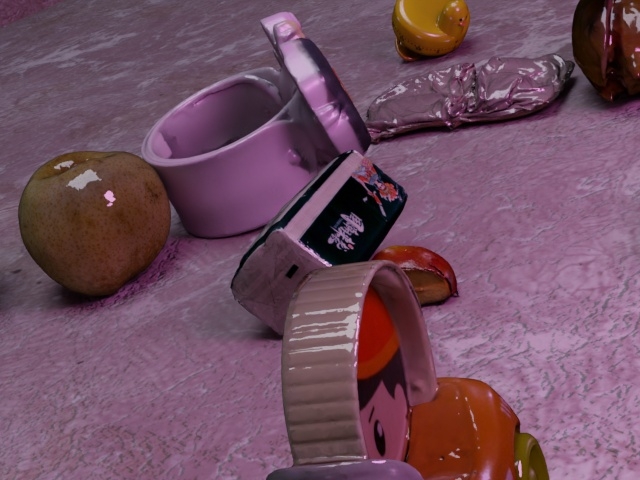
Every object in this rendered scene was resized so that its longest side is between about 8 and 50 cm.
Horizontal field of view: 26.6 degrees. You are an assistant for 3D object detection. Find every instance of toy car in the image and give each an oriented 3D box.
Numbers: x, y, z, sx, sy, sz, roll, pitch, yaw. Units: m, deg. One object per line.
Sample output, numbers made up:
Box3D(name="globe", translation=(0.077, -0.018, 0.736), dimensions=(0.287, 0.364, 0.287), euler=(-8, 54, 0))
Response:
Box3D(name="toy car", translation=(0.030, 0.122, 0.758), dimensions=(0.145, 0.235, 0.235), euler=(-10, 23, 20))

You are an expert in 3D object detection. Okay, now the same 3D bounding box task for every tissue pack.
Box3D(name="tissue pack", translation=(-0.001, 0.001, 1.220), dimensions=(0.103, 0.090, 0.170), euler=(-46, 1, 37))

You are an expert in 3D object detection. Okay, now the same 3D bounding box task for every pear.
Box3D(name="pear", translation=(-0.237, -0.023, 1.421), dimensions=(0.167, 0.136, 0.167), euler=(-20, 20, 7))

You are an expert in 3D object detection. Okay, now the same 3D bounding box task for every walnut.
Box3D(name="walnut", translation=(0.343, -0.234, 1.486), dimensions=(0.137, 0.137, 0.245), euler=(-11, 23, 18))

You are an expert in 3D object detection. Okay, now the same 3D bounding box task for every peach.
Box3D(name="peach", translation=(0.074, 0.031, 1.171), dimensions=(0.077, 0.050, 0.083), euler=(-28, 28, -20))

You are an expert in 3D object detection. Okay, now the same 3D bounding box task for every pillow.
Box3D(name="pillow", translation=(0.165, -0.171, 1.582), dimensions=(0.248, 0.049, 0.135), euler=(-9, 27, 29))

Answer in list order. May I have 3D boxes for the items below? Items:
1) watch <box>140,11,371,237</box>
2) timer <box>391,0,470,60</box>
Box3D(name="watch", translation=(-0.077, -0.116, 1.467), dimensions=(0.231, 0.196, 0.244), euler=(-26, 26, -2))
Box3D(name="timer", translation=(0.151, -0.303, 1.822), dimensions=(0.107, 0.109, 0.107), euler=(5, 56, -8))
